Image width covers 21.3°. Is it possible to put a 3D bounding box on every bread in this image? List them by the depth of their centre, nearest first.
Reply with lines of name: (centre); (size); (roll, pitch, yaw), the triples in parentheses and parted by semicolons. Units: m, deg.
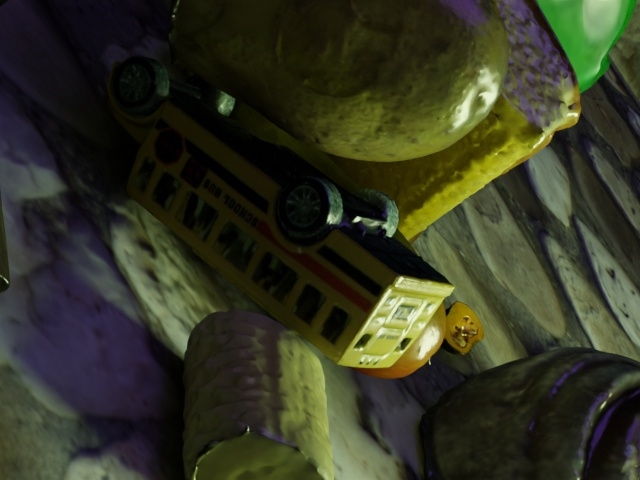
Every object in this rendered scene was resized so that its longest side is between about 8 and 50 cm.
bread: (0.044, -0.163, 1.603); (0.143, 0.333, 0.323); (-30, 86, -43)

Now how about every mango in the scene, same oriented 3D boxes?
mango: (0.002, 0.003, 1.534); (0.289, 0.129, 0.146); (56, 0, 20)

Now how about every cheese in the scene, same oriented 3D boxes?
cheese: (-0.050, 0.138, 1.282); (0.123, 0.094, 0.167); (34, 23, -21)

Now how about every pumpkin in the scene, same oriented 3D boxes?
pumpkin: (0.144, 0.099, 1.832); (0.050, 0.028, 0.083); (53, 30, 2)

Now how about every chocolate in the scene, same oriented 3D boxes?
chocolate: (0.266, 0.228, 1.642); (0.303, 0.213, 0.303); (45, 21, -23)

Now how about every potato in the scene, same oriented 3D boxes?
potato: (0.028, -0.174, 1.384); (0.266, 0.229, 0.229); (29, 18, 11)

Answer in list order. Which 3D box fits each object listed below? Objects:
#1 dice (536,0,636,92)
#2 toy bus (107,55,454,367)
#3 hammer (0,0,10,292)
dice: (0.145, -0.298, 1.774); (0.300, 0.287, 0.297); (-29, 122, -39)
toy bus: (-0.051, -0.029, 1.418); (0.335, 0.123, 0.121); (37, 14, 27)
hammer: (-0.265, -0.109, 1.277); (0.111, 0.043, 0.365); (33, 30, -43)
